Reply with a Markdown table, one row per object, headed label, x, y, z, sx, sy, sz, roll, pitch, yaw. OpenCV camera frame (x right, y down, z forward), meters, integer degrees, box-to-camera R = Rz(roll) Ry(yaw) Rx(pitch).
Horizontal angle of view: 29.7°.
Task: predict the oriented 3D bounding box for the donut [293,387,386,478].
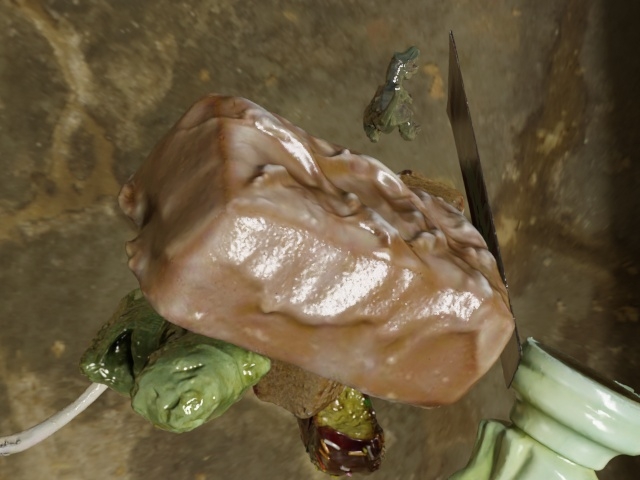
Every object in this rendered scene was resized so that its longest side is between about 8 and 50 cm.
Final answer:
| label | x | y | z | sx | sy | sz | roll | pitch | yaw |
| --- | --- | --- | --- | --- | --- | --- | --- | --- | --- |
| donut | 0.011 | 0.208 | 1.624 | 0.096 | 0.216 | 0.230 | -14 | 93 | -11 |

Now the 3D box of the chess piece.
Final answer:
| label | x | y | z | sx | sy | sz | roll | pitch | yaw |
| --- | --- | --- | --- | --- | --- | --- | --- | --- | --- |
| chess piece | 0.221 | 0.268 | 1.294 | 0.176 | 0.176 | 0.298 | 31 | 96 | 9 |

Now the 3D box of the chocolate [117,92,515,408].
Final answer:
| label | x | y | z | sx | sy | sz | roll | pitch | yaw |
| --- | --- | --- | --- | --- | --- | --- | --- | --- | --- |
| chocolate | 0.000 | 0.000 | 0.686 | 0.214 | 0.148 | 0.093 | 24 | 115 | -27 |

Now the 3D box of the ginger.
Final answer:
| label | x | y | z | sx | sy | sz | roll | pitch | yaw |
| --- | --- | --- | --- | --- | --- | --- | --- | --- | --- |
| ginger | -0.137 | 0.105 | 1.075 | 0.137 | 0.290 | 0.089 | -1 | 100 | -28 |

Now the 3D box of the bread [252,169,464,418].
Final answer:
| label | x | y | z | sx | sy | sz | roll | pitch | yaw |
| --- | --- | --- | --- | --- | --- | --- | --- | --- | --- |
| bread | 0.049 | 0.049 | 1.425 | 0.113 | 0.416 | 0.165 | 24 | 116 | 14 |

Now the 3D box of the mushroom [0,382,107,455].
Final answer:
| label | x | y | z | sx | sy | sz | roll | pitch | yaw |
| --- | --- | --- | --- | --- | --- | --- | --- | --- | --- |
| mushroom | -0.330 | 0.201 | 1.401 | 0.306 | 0.043 | 0.068 | -32 | 101 | -38 |

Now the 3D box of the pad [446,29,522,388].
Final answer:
| label | x | y | z | sx | sy | sz | roll | pitch | yaw |
| --- | --- | --- | --- | --- | --- | --- | --- | --- | --- |
| pad | 0.148 | -0.021 | 1.122 | 0.005 | 0.202 | 0.299 | -11 | 74 | 3 |

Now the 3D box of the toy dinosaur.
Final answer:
| label | x | y | z | sx | sy | sz | roll | pitch | yaw |
| --- | --- | --- | --- | --- | --- | --- | --- | --- | --- |
| toy dinosaur | 0.095 | -0.227 | 1.769 | 0.087 | 0.179 | 0.187 | -3 | 57 | 14 |
